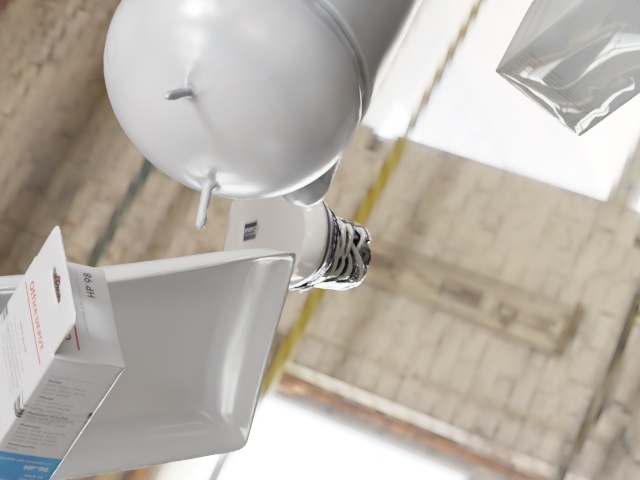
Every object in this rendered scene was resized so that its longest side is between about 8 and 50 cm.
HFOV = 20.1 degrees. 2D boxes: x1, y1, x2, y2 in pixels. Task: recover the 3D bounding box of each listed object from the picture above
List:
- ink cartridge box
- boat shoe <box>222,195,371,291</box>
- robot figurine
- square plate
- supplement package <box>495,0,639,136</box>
[{"bbox_3d":[-0.202,0.088,1.352,0.060,0.104,0.180,14,-51,-30],"label":"ink cartridge box"},{"bbox_3d":[0.000,0.000,2.088,0.158,0.340,0.127,9,-90,-17],"label":"boat shoe"},{"bbox_3d":[-0.040,-0.172,1.384,0.300,0.200,0.353,65,-144,-36],"label":"robot figurine"},{"bbox_3d":[-0.217,0.122,1.751,0.347,0.049,0.344,-7,-37,-18],"label":"square plate"},{"bbox_3d":[0.258,-0.192,1.597,0.179,0.105,0.105,-39,17,54],"label":"supplement package"}]
